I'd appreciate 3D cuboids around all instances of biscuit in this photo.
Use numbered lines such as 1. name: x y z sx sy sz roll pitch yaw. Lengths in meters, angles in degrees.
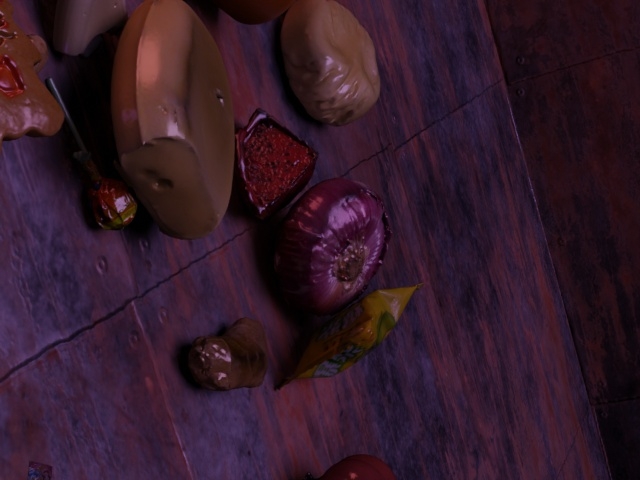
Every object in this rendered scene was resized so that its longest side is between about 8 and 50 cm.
1. biscuit: -0.368 -0.198 1.145 0.212 0.041 0.239 2 71 -44

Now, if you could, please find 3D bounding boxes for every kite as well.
1. kite: -0.307 0.256 1.167 0.078 0.002 0.044 1 78 -64

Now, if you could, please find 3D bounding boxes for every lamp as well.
1. lamp: 0.036 0.397 1.641 0.182 0.140 0.182 -45 155 -27

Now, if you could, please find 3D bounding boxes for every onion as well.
1. onion: 0.000 0.000 1.747 0.230 0.163 0.230 -34 143 -31

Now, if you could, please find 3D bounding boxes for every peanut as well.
1. peanut: -0.343 -0.193 1.237 0.054 0.054 0.113 62 32 -29

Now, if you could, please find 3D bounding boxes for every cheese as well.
1. cheese: -0.275 -0.315 1.325 0.127 0.049 0.235 -52 162 -42
2. cheese: -0.184 -0.176 1.408 0.259 0.128 0.316 79 3 -53
3. cheese: 0.012 -0.320 1.949 0.214 0.117 0.226 25 52 -55

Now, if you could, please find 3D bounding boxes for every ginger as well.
1. ginger: -0.120 0.158 1.511 0.190 0.069 0.095 -6 89 -65

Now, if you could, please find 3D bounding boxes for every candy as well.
1. candy: -0.282 -0.105 1.335 0.201 0.060 0.060 64 28 -9
2. candy: 0.054 0.146 1.760 0.081 0.187 0.297 52 23 3

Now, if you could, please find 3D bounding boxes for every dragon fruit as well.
1. dragon fruit: -0.091 -0.102 1.692 0.161 0.120 0.127 -51 172 -29

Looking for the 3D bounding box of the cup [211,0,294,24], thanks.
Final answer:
1. cup: -0.128 -0.455 1.614 0.264 0.226 0.182 20 28 -53
